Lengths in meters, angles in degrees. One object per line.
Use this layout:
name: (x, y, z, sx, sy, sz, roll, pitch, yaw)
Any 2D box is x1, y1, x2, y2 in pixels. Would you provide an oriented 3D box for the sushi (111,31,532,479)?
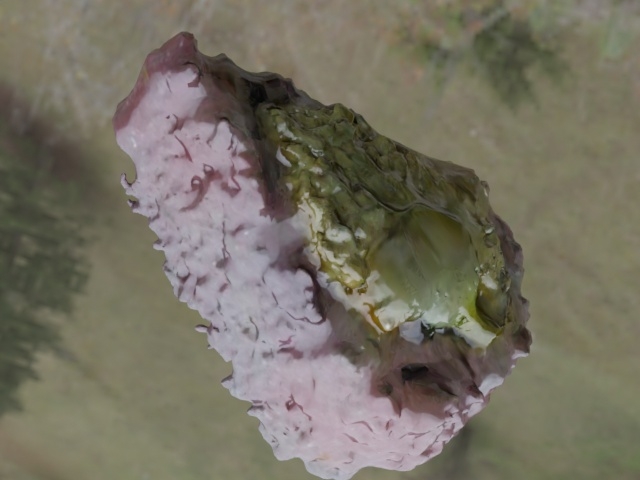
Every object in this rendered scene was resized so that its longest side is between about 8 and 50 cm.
sushi: (0.012, -0.004, 0.912, 0.107, 0.161, 0.241, -33, 88, 39)
